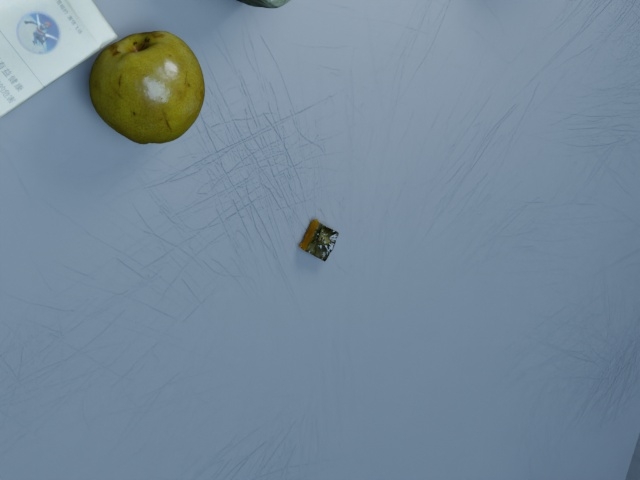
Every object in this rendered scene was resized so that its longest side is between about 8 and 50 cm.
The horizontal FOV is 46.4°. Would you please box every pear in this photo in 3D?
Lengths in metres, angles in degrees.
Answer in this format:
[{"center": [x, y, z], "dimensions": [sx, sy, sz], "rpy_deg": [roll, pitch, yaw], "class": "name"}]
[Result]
[{"center": [-0.316, -0.275, 1.379], "dimensions": [0.209, 0.209, 0.208], "rpy_deg": [-11, 114, -26], "class": "pear"}]

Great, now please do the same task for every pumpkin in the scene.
[{"center": [0.000, 0.000, 1.757], "dimensions": [0.074, 0.054, 0.083], "rpy_deg": [25, 90, -39], "class": "pumpkin"}]

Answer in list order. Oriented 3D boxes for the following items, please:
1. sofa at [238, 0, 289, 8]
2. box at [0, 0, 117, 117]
[{"center": [-0.103, -0.563, 1.386], "dimensions": [0.225, 0.210, 0.176], "rpy_deg": [-48, 123, -1], "class": "sofa"}, {"center": [-0.513, -0.357, 1.308], "dimensions": [0.256, 0.069, 0.164], "rpy_deg": [-39, 123, -11], "class": "box"}]
